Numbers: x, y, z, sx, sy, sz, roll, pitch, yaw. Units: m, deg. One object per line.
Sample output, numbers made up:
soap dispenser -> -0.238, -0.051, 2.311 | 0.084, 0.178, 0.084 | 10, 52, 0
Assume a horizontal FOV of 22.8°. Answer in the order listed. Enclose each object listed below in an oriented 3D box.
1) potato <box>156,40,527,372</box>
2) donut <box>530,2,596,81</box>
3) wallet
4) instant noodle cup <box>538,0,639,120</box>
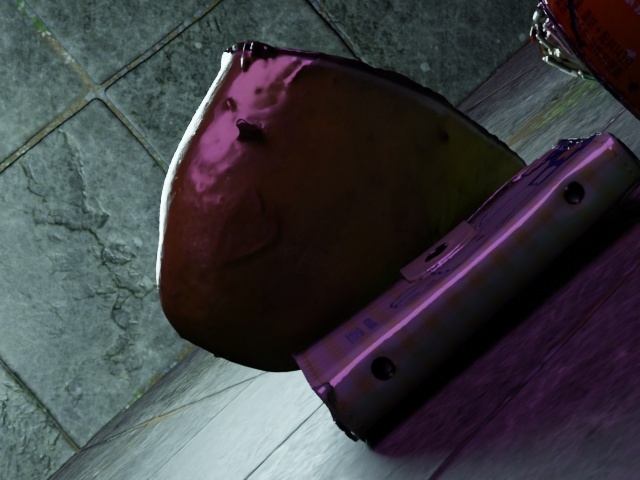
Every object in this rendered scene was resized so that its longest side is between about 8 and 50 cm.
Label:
potato -> 0.000, 0.000, 1.554 | 0.397, 0.290, 0.296 | 34, -110, -57
donut -> 0.368, -0.314, 1.930 | 0.259, 0.136, 0.345 | -59, -13, 6
wallet -> 0.118, 0.030, 1.317 | 0.309, 0.077, 0.223 | -41, 3, -1
instant noodle cup -> 0.279, -0.186, 0.992 | 0.214, 0.296, 0.296 | -47, 1, 30
